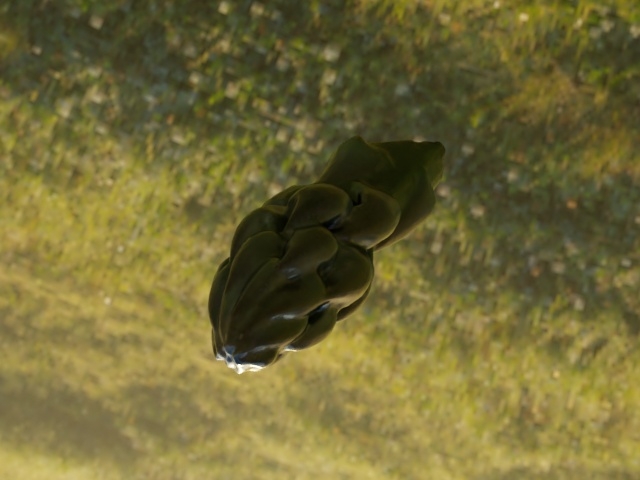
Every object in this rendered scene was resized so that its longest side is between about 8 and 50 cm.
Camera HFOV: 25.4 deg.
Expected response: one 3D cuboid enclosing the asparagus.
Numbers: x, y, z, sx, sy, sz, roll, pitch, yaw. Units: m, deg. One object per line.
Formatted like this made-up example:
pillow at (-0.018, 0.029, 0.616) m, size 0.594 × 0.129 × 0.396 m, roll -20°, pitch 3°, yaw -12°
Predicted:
asparagus at (0.000, 0.000, 0.747) m, size 0.080 × 0.287 × 0.080 m, roll 7°, pitch 115°, yaw 15°
